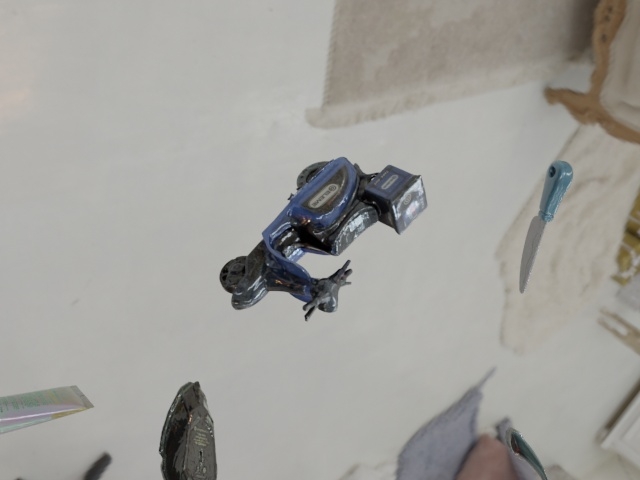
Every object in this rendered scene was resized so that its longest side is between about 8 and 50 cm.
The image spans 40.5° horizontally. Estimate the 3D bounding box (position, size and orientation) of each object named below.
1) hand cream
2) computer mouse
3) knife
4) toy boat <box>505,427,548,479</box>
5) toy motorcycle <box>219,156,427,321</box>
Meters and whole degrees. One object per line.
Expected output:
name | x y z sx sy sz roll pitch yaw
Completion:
hand cream | -0.375 0.211 1.065 0.174 0.076 0.047 -9 108 -31
computer mouse | -0.199 0.306 1.280 0.062 0.192 0.106 -13 153 18
knife | 0.369 -0.023 1.459 0.032 0.058 0.244 3 120 -18
toy boat | 0.405 0.416 1.662 0.034 0.122 0.096 -33 123 -9
toy motorcycle | 0.000 0.000 1.437 0.358 0.213 0.125 -46 141 -22
